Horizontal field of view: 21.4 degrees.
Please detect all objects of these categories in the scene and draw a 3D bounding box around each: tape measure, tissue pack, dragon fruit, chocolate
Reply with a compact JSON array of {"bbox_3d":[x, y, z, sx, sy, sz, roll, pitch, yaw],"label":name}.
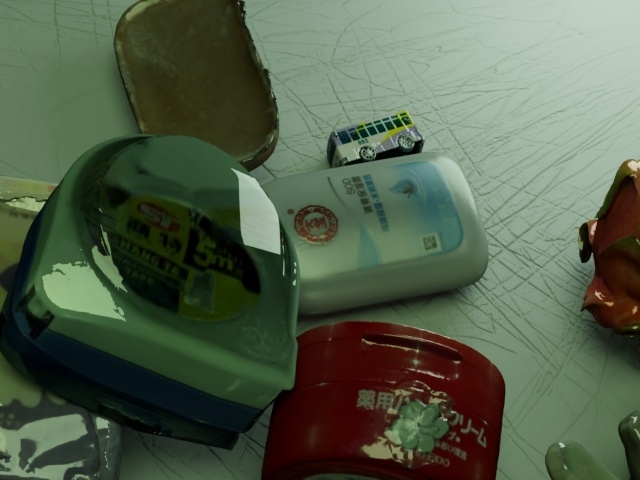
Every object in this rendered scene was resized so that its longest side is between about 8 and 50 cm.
[{"bbox_3d":[-0.145,0.032,1.593,0.259,0.138,0.262,24,52,-21],"label":"tape measure"},{"bbox_3d":[-0.300,0.101,1.658,0.242,0.125,0.344,7,57,-5],"label":"tissue pack"},{"bbox_3d":[0.383,0.007,1.751,0.224,0.227,0.224,26,25,-13],"label":"dragon fruit"},{"bbox_3d":[-0.130,-0.162,1.863,0.161,0.083,0.261,-17,61,3],"label":"chocolate"}]

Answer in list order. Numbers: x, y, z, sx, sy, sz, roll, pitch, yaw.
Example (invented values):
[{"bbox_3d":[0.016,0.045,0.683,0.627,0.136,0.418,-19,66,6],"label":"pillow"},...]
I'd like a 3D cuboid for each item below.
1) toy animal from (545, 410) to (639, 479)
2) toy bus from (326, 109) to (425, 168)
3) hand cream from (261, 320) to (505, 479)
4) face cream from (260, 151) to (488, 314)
[{"bbox_3d":[0.276,0.275,1.628,0.266,0.188,0.308,22,45,-18],"label":"toy animal"},{"bbox_3d":[0.057,-0.103,1.867,0.102,0.052,0.058,-17,60,-18],"label":"toy bus"},{"bbox_3d":[0.059,0.189,1.594,0.230,0.230,0.149,12,62,1],"label":"hand cream"},{"bbox_3d":[0.000,0.000,1.781,0.336,0.080,0.163,-9,62,-13],"label":"face cream"}]
